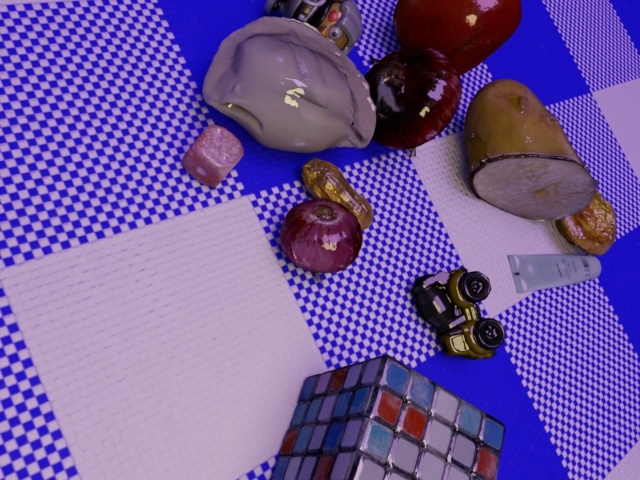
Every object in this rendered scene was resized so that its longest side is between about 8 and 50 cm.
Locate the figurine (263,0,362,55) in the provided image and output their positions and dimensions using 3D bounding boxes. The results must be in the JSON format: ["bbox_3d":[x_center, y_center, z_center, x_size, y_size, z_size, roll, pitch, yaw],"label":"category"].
[{"bbox_3d":[-0.005,-0.557,1.415,0.236,0.176,0.133,33,46,-12],"label":"figurine"}]

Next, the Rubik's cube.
[{"bbox_3d":[0.108,0.408,1.029,0.293,0.287,0.291,34,57,-15],"label":"Rubik's cube"}]

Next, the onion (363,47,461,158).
[{"bbox_3d":[0.229,-0.332,1.424,0.285,0.273,0.273,42,51,-42],"label":"onion"}]

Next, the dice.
[{"bbox_3d":[-0.219,-0.172,1.180,0.094,0.093,0.091,38,56,-14],"label":"dice"}]

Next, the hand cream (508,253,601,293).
[{"bbox_3d":[0.671,0.084,1.642,0.321,0.067,0.109,-2,74,-27],"label":"hand cream"}]

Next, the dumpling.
[{"bbox_3d":[-0.045,-0.349,1.258,0.395,0.233,0.315,13,73,-18],"label":"dumpling"}]

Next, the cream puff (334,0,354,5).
[{"bbox_3d":[0.026,-0.647,1.508,0.126,0.103,0.143,-1,71,-17],"label":"cream puff"}]

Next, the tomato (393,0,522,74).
[{"bbox_3d":[0.366,-0.608,1.561,0.293,0.325,0.290,52,52,-7],"label":"tomato"}]

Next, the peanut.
[{"bbox_3d":[0.038,-0.104,1.313,0.206,0.087,0.087,45,55,-10],"label":"peanut"}]

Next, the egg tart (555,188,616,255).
[{"bbox_3d":[0.785,-0.062,1.733,0.241,0.106,0.240,9,69,-26],"label":"egg tart"}]

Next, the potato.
[{"bbox_3d":[0.568,-0.264,1.571,0.397,0.290,0.295,15,64,-22],"label":"potato"}]

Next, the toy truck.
[{"bbox_3d":[0.314,0.177,1.348,0.165,0.147,0.224,-14,81,-10],"label":"toy truck"}]

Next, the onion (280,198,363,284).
[{"bbox_3d":[0.002,-0.008,1.218,0.177,0.153,0.177,5,66,-11],"label":"onion"}]
